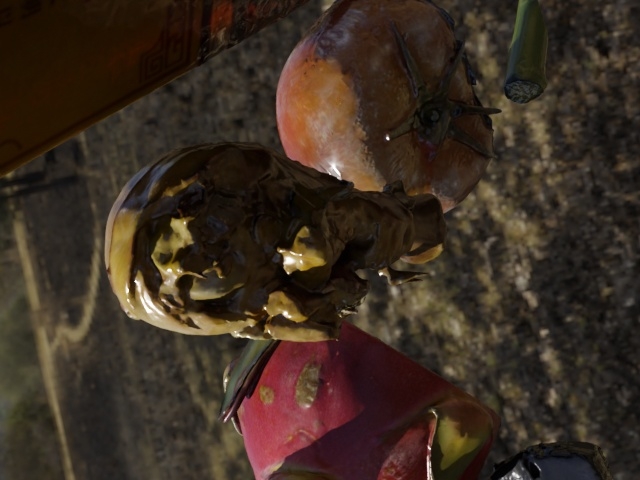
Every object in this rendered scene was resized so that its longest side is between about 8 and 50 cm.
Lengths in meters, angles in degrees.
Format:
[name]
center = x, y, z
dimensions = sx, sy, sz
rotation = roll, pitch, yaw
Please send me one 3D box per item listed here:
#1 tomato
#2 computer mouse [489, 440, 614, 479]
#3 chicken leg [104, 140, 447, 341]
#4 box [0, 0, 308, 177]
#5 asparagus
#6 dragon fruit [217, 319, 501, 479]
[tomato]
center = 0.046, -0.101, 1.025
dimensions = 0.180, 0.155, 0.214
rotation = 3, 133, 48
[computer mouse]
center = 0.263, 0.295, 1.153
dimensions = 0.217, 0.122, 0.073
rotation = 58, -147, -19
[chicken leg]
center = -0.002, -0.002, 0.522
dimensions = 0.101, 0.207, 0.085
rotation = 9, 98, 43
[box]
center = -0.132, -0.153, 0.405
dimensions = 0.115, 0.415, 0.264
rotation = 33, 141, 23
[asparagus]
center = 0.224, -0.219, 1.196
dimensions = 0.045, 0.041, 0.178
rotation = 123, 165, -53
[dragon fruit]
center = 0.026, 0.215, 1.161
dimensions = 0.226, 0.305, 0.305
rotation = -60, 15, -6
